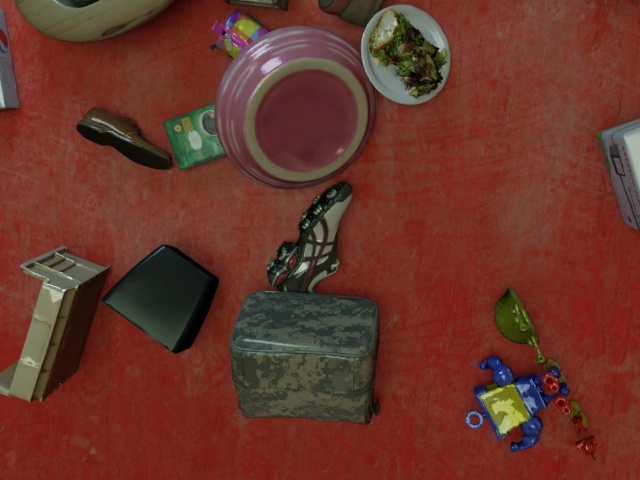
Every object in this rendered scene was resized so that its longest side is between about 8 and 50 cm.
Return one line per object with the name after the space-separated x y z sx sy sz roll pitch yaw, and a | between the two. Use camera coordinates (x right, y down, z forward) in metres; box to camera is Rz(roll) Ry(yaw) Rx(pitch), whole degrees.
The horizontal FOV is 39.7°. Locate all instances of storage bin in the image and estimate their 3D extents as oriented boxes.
-0.567 0.173 1.851 0.123 0.260 0.262 20 99 1 | storage bin

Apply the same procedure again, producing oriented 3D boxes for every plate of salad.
0.174 -0.368 1.743 0.200 0.048 0.200 1 86 -23 | plate of salad

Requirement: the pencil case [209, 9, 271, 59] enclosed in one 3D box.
-0.107 -0.368 1.797 0.236 0.104 0.104 35 101 2 | pencil case

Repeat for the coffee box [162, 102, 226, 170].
-0.226 -0.226 1.860 0.184 0.040 0.113 -19 95 10 | coffee box

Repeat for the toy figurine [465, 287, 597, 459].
0.375 0.305 1.774 0.217 0.191 0.362 -28 91 15 | toy figurine

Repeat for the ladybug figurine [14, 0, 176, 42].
-0.415 -0.552 1.763 0.449 0.162 0.305 -15 90 21 | ladybug figurine

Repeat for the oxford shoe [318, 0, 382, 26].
0.129 -0.584 1.732 0.130 0.123 0.348 20 113 -31 | oxford shoe

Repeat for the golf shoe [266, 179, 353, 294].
0.000 0.000 1.839 0.120 0.105 0.273 32 107 -12 | golf shoe

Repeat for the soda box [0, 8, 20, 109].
-0.704 -0.385 1.891 0.069 0.074 0.216 -7 96 9 | soda box

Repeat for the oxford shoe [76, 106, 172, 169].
-0.403 -0.221 1.876 0.212 0.076 0.076 28 60 -6 | oxford shoe

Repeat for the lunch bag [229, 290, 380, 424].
-0.030 0.260 1.809 0.305 0.212 0.256 3 121 7 | lunch bag

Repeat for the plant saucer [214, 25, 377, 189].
-0.037 -0.245 1.727 0.332 0.084 0.332 -9 119 -16 | plant saucer

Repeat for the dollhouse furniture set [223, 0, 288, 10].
-0.128 -0.563 1.758 0.129 0.129 0.183 9 98 7 | dollhouse furniture set

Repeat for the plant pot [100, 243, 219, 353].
-0.314 0.112 1.853 0.188 0.187 0.167 36 89 3 | plant pot

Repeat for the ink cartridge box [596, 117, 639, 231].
0.613 -0.123 1.634 0.115 0.273 0.198 -18 94 10 | ink cartridge box
